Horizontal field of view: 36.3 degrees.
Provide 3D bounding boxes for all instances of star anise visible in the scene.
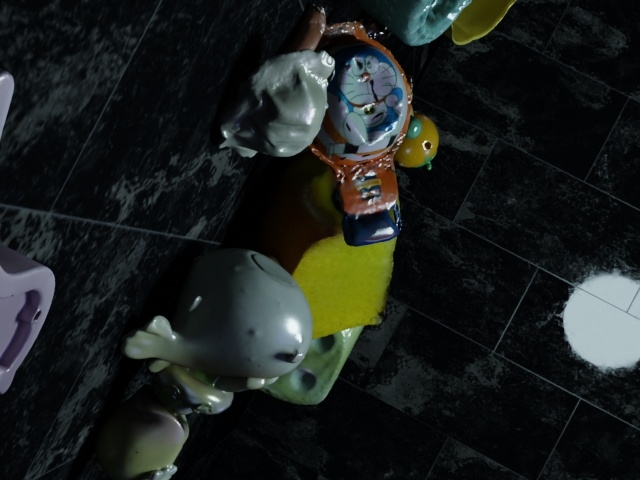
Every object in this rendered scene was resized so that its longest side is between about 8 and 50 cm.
[{"bbox_3d":[0.087,-0.359,1.696,0.157,0.054,0.212,-61,176,-24],"label":"star anise"}]

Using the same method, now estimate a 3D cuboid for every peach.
[{"bbox_3d":[0.000,0.000,1.693,0.380,0.243,0.306,90,-10,-53],"label":"peach"}]

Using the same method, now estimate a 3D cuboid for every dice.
[{"bbox_3d":[-0.045,0.191,2.144,0.252,0.250,0.254,-63,175,21],"label":"dice"}]

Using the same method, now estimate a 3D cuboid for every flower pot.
[{"bbox_3d":[0.225,-0.459,1.654,0.195,0.179,0.195,-38,155,-22],"label":"flower pot"}]

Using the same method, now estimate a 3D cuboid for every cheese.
[{"bbox_3d":[0.056,-0.158,1.445,0.129,0.217,0.329,1,-79,59],"label":"cheese"}]

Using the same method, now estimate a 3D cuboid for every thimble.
[{"bbox_3d":[0.141,-0.392,1.388,0.198,0.143,0.235,-52,169,6],"label":"thimble"}]

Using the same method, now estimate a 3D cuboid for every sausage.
[{"bbox_3d":[-0.034,-0.238,1.260,0.157,0.036,0.042,-61,-178,-19],"label":"sausage"}]

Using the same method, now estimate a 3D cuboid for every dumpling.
[{"bbox_3d":[-0.059,-0.154,1.154,0.127,0.108,0.188,-20,161,-47],"label":"dumpling"}]

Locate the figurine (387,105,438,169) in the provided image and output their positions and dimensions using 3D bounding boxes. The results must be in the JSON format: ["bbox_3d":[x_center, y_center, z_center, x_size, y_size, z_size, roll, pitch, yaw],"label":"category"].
[{"bbox_3d":[0.128,-0.220,1.877,0.124,0.222,0.324,-64,174,-1],"label":"figurine"}]

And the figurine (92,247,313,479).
[{"bbox_3d":[-0.196,0.183,1.337,0.394,0.226,0.274,-52,145,8],"label":"figurine"}]

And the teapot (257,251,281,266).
[{"bbox_3d":[-0.131,0.133,1.542,0.252,0.135,0.178,-56,166,15],"label":"teapot"}]

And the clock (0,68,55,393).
[{"bbox_3d":[-0.228,0.021,0.513,0.290,0.080,0.275,-63,175,25],"label":"clock"}]
